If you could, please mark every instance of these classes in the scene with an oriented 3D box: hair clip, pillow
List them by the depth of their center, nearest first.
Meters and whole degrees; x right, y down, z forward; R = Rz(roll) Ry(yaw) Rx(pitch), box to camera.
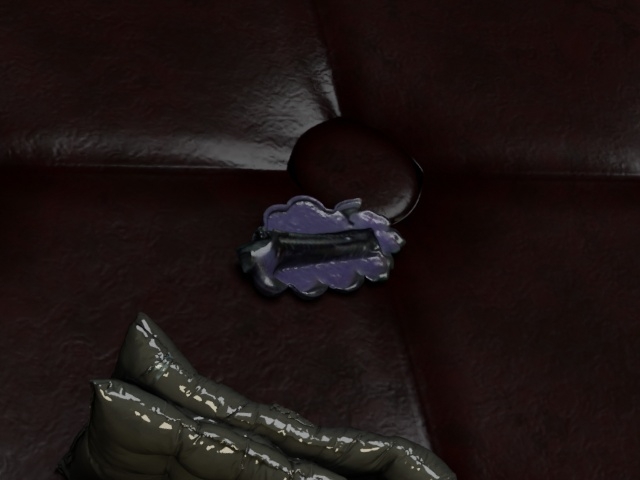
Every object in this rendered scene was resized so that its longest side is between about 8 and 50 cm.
[{"bbox_3d":[-0.059,0.205,1.653,0.326,0.228,0.101,25,59,-2],"label":"pillow"},{"bbox_3d":[0.001,0.000,1.957,0.195,0.052,0.124,-7,62,-31],"label":"hair clip"}]
